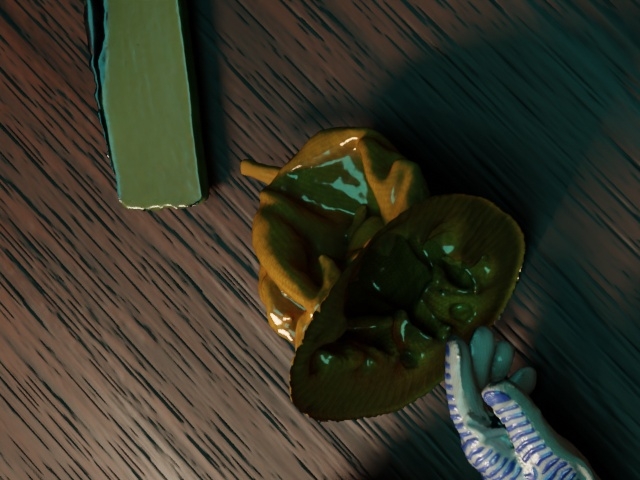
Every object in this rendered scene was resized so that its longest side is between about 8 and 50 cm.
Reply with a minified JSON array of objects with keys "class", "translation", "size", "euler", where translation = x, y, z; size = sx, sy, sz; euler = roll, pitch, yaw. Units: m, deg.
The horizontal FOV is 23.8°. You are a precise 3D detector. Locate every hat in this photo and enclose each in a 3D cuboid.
[{"class":"hat","translation":[0.000,0.000,1.252],"size":[0.244,0.233,0.233],"euler":[-40,55,-15]}]

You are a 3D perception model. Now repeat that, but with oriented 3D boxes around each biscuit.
[{"class":"biscuit","translation":[-0.161,-0.186,1.364],"size":[0.099,0.038,0.322],"euler":[-5,97,21]}]

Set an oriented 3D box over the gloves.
[{"class":"gloves","translation":[0.170,0.171,1.241],"size":[0.097,0.119,0.229],"euler":[-32,92,-17]}]
